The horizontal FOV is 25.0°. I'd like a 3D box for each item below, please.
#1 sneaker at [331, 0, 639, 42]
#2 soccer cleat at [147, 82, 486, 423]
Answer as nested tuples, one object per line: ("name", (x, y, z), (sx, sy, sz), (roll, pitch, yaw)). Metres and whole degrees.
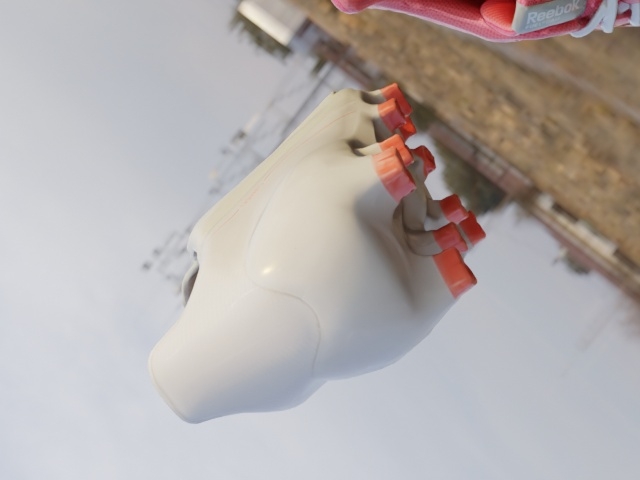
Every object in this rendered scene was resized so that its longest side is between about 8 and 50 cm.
("sneaker", (0.141, -0.145, 0.771), (0.314, 0.116, 0.136), (5, -137, 6))
("soccer cleat", (0.000, 0.000, 0.398), (0.068, 0.076, 0.196), (59, -171, -4))
